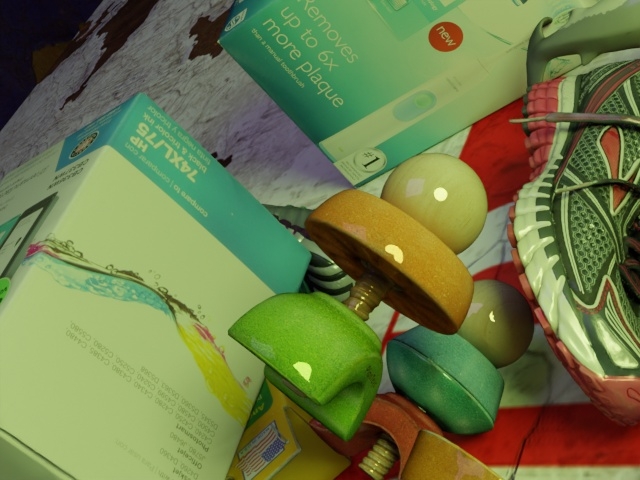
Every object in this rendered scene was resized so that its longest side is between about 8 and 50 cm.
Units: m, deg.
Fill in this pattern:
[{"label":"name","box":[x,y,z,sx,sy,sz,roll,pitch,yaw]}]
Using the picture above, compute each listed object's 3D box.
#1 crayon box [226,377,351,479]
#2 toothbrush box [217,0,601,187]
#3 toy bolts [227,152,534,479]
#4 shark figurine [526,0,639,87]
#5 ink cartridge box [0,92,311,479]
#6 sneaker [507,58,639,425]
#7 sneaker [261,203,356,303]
[{"label":"crayon box","box":[-0.099,0.164,0.801,0.203,0.083,0.323,-42,26,6]},{"label":"toothbrush box","box":[0.089,-0.216,0.920,0.295,0.216,0.126,-27,32,29]},{"label":"toy bolts","box":[0.087,0.075,0.566,0.218,0.228,0.158,35,77,22]},{"label":"shark figurine","box":[0.263,-0.150,0.721,0.278,0.116,0.166,-19,2,28]},{"label":"ink cartridge box","box":[-0.171,0.076,0.712,0.198,0.197,0.270,-21,35,39]},{"label":"sneaker","box":[0.190,-0.022,0.617,0.112,0.121,0.299,-18,39,29]},{"label":"sneaker","box":[0.000,0.000,0.923,0.098,0.083,0.223,-31,27,-18]}]
